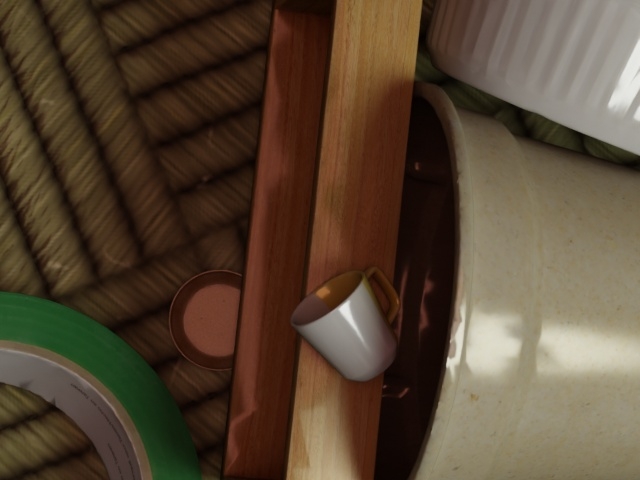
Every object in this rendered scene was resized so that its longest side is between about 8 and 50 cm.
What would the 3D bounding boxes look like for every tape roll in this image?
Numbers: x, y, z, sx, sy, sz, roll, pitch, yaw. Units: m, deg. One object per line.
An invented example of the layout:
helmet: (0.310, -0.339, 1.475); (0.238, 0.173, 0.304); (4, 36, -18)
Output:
tape roll: (-0.251, 0.200, 1.390); (0.321, 0.077, 0.321); (11, 63, -22)

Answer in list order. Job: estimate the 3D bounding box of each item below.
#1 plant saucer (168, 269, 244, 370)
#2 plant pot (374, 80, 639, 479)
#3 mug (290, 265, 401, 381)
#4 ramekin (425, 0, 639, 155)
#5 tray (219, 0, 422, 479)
plant saucer: (-0.083, 0.066, 1.505); (0.083, 0.015, 0.083); (0, 88, -3)
plant pot: (0.195, 0.063, 1.388); (0.306, 0.334, 0.333); (7, 88, -13)
mug: (0.028, 0.059, 1.277); (0.078, 0.062, 0.064); (-38, 106, -8)
ramekin: (0.206, -0.153, 1.409); (0.273, 0.273, 0.127); (22, 98, -2)
tray: (0.000, 0.000, 1.407); (0.076, 0.203, 0.410); (8, 85, -15)
